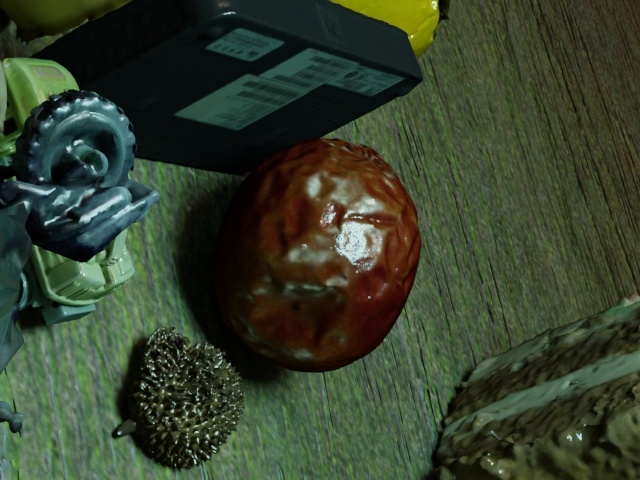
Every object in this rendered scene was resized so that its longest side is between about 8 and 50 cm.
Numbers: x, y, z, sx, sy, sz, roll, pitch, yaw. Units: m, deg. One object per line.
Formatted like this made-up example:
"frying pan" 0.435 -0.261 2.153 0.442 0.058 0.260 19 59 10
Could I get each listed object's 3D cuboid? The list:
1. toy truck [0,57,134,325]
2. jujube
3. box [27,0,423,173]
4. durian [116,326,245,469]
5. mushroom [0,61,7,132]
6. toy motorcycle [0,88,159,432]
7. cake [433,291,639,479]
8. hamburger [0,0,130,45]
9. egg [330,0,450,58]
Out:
"toy truck" -0.193 -0.042 1.278 0.085 0.116 0.191 -5 72 -64
"jujube" 0.000 0.000 1.537 0.190 0.190 0.255 55 15 -18
"box" -0.075 -0.132 1.470 0.350 0.211 0.058 6 60 -60
"durian" -0.101 0.118 1.363 0.110 0.071 0.140 63 31 -2
"mushroom" -0.279 -0.097 1.135 0.166 0.166 0.127 5 102 -61
"toy motorcycle" -0.208 0.031 1.107 0.270 0.106 0.159 -40 130 -22
"cake" 0.286 0.236 1.764 0.282 0.255 0.290 60 30 -12
"hamburger" -0.162 -0.356 1.337 0.277 0.396 0.396 56 27 -19
"egg" -0.038 -0.275 1.648 0.201 0.337 0.337 -27 91 -28
